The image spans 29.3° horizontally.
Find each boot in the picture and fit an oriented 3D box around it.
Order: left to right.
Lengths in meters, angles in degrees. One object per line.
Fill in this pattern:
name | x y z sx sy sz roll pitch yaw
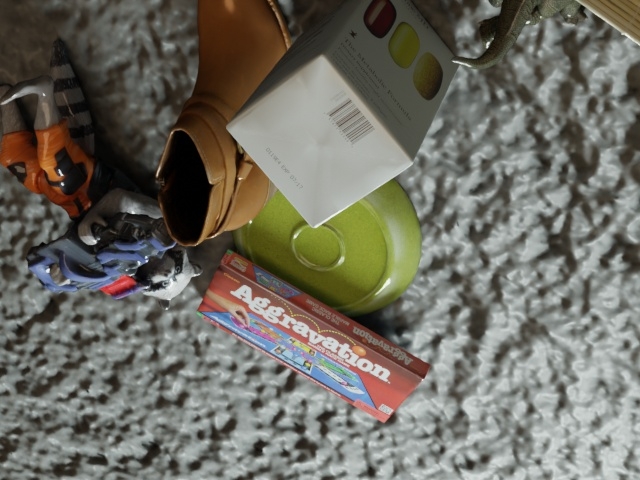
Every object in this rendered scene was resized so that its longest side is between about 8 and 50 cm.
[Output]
boot | -0.116 -0.145 1.297 0.109 0.220 0.283 6 110 20

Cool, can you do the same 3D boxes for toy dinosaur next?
toy dinosaur | 0.223 -0.259 1.141 0.121 0.313 0.160 59 147 11

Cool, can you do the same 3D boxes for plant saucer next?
plant saucer | 0.000 0.000 1.466 0.241 0.037 0.241 9 122 14

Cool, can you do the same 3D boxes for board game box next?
board game box | -0.014 0.122 1.519 0.281 0.027 0.145 30 145 -1

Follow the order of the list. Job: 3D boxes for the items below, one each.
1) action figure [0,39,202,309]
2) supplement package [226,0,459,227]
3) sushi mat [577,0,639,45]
action figure | -0.248 -0.061 1.435 0.341 0.178 0.330 -7 125 50
supplement package | 0.030 -0.150 1.241 0.134 0.244 0.139 -32 107 32
sushi mat | 0.303 -0.247 1.083 0.316 0.019 0.151 30 88 -18
